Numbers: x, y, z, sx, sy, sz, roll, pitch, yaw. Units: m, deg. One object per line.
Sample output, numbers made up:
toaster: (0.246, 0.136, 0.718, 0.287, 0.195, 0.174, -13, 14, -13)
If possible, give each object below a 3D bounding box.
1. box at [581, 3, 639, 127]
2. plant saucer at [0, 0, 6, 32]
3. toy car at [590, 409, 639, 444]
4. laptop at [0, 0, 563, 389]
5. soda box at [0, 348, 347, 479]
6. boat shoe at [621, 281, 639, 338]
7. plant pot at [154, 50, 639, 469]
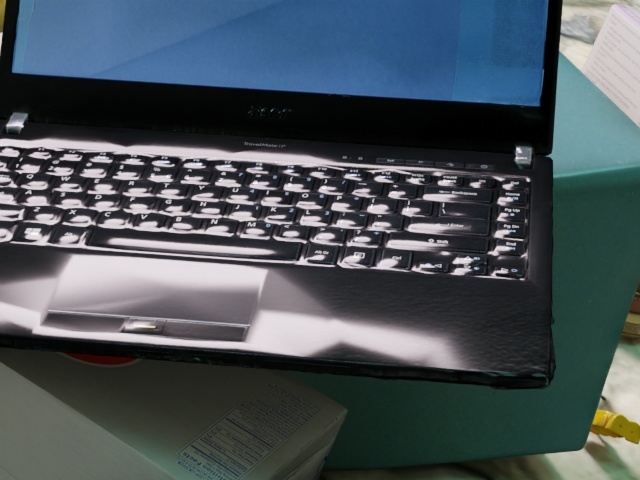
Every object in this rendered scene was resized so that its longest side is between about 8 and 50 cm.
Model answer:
box: (0.300, -0.056, 1.220, 0.063, 0.067, 0.324, 2, 33, -35)
plant saucer: (-0.330, -0.118, 0.739, 0.332, 0.081, 0.333, 8, 22, 22)
toy car: (0.181, 0.076, 0.915, 0.122, 0.060, 0.040, 10, -3, -34)
laptop: (-0.025, -0.075, 0.665, 0.234, 0.137, 0.264, 4, 28, 6)
soda box: (-0.141, 0.046, 0.684, 0.286, 0.098, 0.091, 31, 30, 16)
boat shoe: (0.162, -0.015, 1.052, 0.064, 0.060, 0.178, 10, 30, -21)
plant pot: (0.000, 0.000, 0.807, 0.234, 0.165, 0.166, -6, 37, -26)
